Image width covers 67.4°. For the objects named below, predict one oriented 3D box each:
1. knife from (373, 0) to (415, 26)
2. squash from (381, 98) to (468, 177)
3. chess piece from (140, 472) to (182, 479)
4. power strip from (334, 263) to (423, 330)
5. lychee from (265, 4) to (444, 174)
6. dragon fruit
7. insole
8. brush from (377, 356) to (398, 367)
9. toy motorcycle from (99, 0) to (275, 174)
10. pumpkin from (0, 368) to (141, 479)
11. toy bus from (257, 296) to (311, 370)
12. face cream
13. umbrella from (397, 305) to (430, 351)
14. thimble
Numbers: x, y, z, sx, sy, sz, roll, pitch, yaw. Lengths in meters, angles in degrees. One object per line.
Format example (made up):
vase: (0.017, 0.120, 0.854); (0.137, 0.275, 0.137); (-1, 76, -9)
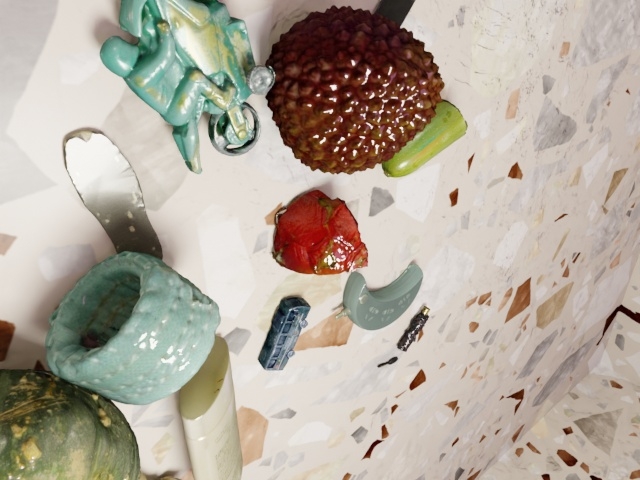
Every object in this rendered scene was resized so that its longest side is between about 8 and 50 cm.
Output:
knife: (0.136, -0.417, 0.827); (0.072, 0.019, 0.245); (20, 105, -50)
squash: (0.198, -0.195, 0.966); (0.188, 0.095, 0.095); (-39, 135, -14)
chess piece: (-0.317, 0.539, 0.985); (0.117, 0.117, 0.397); (-49, 135, -4)
power strip: (0.137, 0.141, 1.154); (0.253, 0.054, 0.167); (-7, 119, -38)
lychee: (0.055, -0.218, 0.705); (0.271, 0.271, 0.271); (-21, 128, -29)
dragon fruit: (0.000, -0.002, 0.879); (0.127, 0.161, 0.120); (-34, 136, -34)
insole: (-0.293, -0.046, 0.699); (0.081, 0.011, 0.248); (-27, 132, -21)
brush: (0.192, 0.349, 1.365); (0.083, 0.008, 0.024); (-7, 124, -38)
toy motorcycle: (-0.169, -0.228, 0.622); (0.198, 0.109, 0.296); (-29, 131, -20)
pumpkin: (-0.412, 0.313, 0.637); (0.292, 0.257, 0.327); (-15, 146, -5)
toy bus: (-0.077, 0.198, 1.014); (0.065, 0.047, 0.166); (9, 110, -39)
face cream: (-0.210, 0.374, 0.943); (0.081, 0.173, 0.348); (4, 122, 6)
umbrella: (0.263, 0.248, 1.341); (0.040, 0.037, 0.144); (20, 104, -47)
thimble: (-0.263, 0.119, 0.687); (0.235, 0.198, 0.143); (-23, 137, 17)
